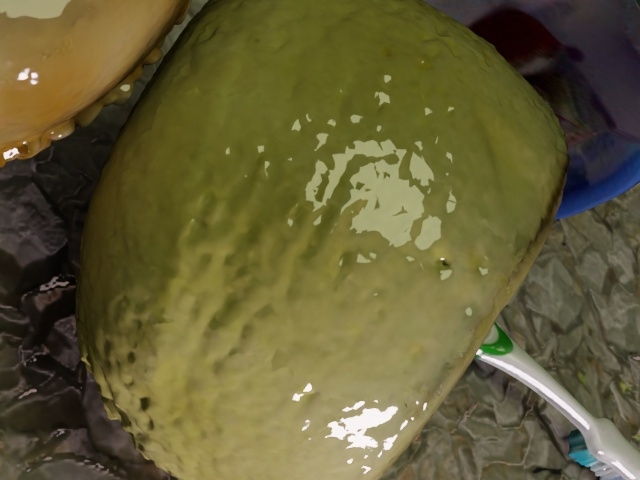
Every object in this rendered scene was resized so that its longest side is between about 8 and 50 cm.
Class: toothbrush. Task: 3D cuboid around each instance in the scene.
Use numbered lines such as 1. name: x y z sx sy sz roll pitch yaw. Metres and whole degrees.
1. toothbrush: 0.093 0.051 1.298 0.418 0.040 0.042 42 51 -20

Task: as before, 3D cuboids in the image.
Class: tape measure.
1. tape measure: 0.164 -0.152 1.296 0.138 0.259 0.262 -41 101 -44

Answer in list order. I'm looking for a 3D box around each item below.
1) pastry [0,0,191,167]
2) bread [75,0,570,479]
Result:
1. pastry: -0.198 -0.140 0.980 0.315 0.285 0.184 -85 167 -51
2. bread: -0.010 -0.006 1.064 0.237 0.320 0.320 32 50 0
